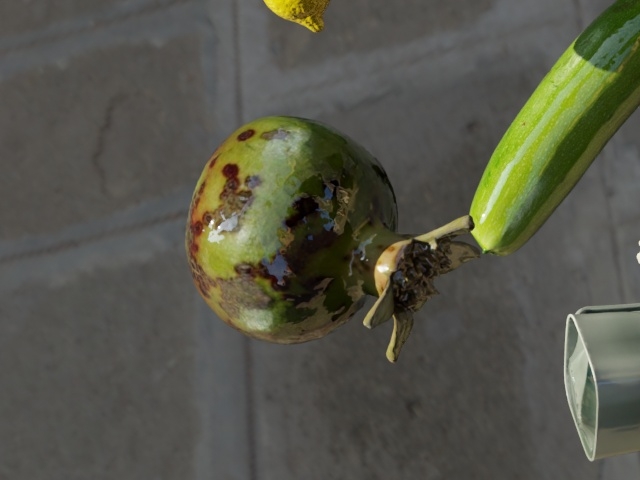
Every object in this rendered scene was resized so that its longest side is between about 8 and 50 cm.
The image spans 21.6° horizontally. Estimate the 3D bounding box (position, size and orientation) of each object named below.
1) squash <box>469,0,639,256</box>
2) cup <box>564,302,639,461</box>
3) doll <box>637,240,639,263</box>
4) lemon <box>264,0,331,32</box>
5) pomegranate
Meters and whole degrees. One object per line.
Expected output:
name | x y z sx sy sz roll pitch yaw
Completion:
squash | 0.223 -0.113 1.455 0.292 0.082 0.082 -52 56 10
cup | 0.249 0.095 1.283 0.129 0.095 0.128 -6 39 -4
doll | 0.296 0.005 1.388 0.040 0.058 0.085 19 45 32
lemon | -0.018 -0.214 1.381 0.065 0.065 0.092 -19 84 11
pomegranate | -0.001 0.003 1.031 0.169 0.148 0.148 36 80 16
